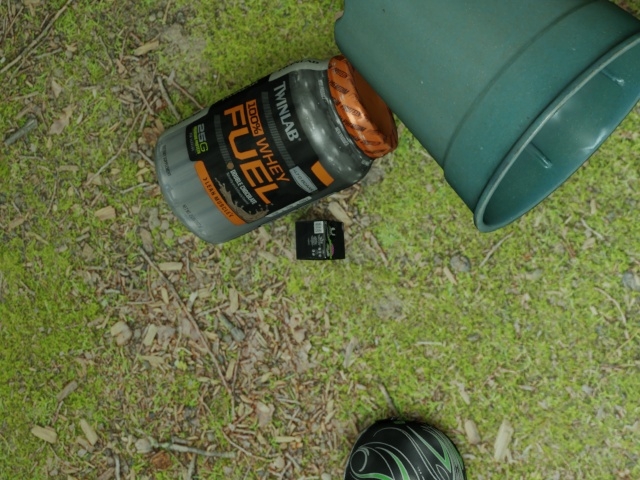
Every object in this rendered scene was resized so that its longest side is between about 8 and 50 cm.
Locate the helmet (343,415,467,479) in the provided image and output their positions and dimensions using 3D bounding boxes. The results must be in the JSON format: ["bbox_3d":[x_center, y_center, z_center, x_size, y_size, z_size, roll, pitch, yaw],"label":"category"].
[{"bbox_3d":[0.133,0.349,1.366,0.162,0.169,0.169,15,94,39],"label":"helmet"}]

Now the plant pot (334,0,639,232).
[{"bbox_3d":[0.216,-0.244,1.254,0.334,0.341,0.341,46,105,18],"label":"plant pot"}]

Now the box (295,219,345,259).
[{"bbox_3d":[0.000,0.000,1.477,0.052,0.083,0.062,-3,86,22],"label":"box"}]

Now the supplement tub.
[{"bbox_3d":[-0.066,-0.144,1.445,0.338,0.207,0.207,-24,79,21],"label":"supplement tub"}]
